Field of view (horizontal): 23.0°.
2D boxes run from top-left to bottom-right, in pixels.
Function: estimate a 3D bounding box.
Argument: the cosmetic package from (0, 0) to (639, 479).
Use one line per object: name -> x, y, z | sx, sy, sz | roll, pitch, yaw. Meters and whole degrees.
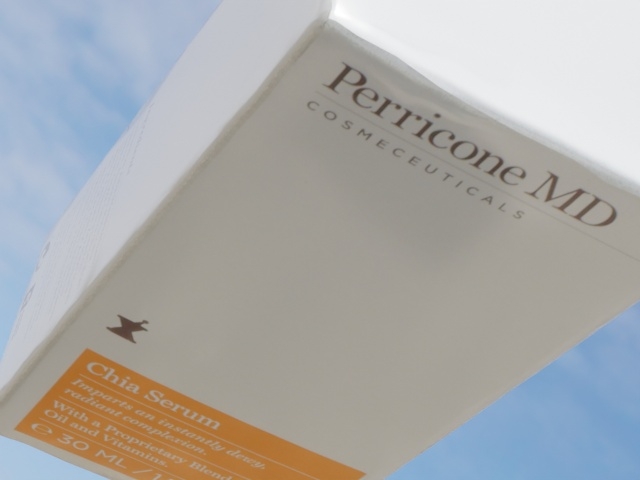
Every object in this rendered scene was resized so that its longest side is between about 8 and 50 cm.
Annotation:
cosmetic package -> 0.000, 0.000, 0.899 | 0.230, 0.161, 0.453 | 26, -40, -16
